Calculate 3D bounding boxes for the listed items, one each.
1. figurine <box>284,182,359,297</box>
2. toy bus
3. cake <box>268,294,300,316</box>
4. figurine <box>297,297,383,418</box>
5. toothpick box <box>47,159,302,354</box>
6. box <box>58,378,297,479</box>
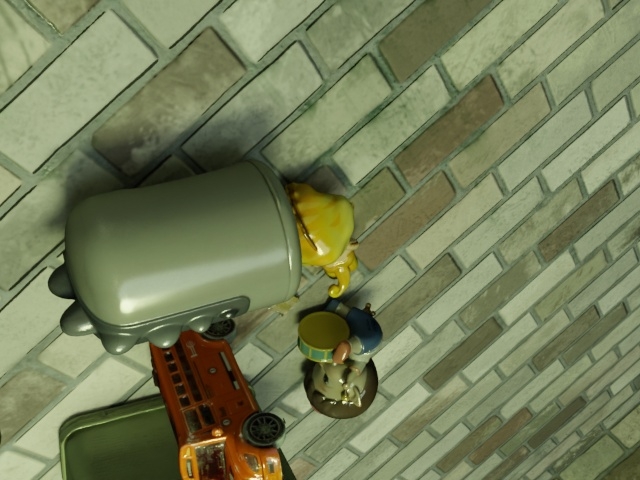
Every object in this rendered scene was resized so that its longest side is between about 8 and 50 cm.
[{"bbox_3d":[0.000,0.000,1.088,0.156,0.131,0.246,-28,147,10],"label":"figurine"},{"bbox_3d":[-0.163,0.262,1.029,0.153,0.329,0.143,-14,131,-21],"label":"toy bus"},{"bbox_3d":[-0.072,0.094,1.170,0.052,0.065,0.121,-40,158,0],"label":"cake"},{"bbox_3d":[0.034,0.249,1.282,0.158,0.161,0.276,-1,126,-4],"label":"figurine"},{"bbox_3d":[-0.198,0.030,0.896,0.316,0.229,0.229,-16,131,-22],"label":"toothpick box"},{"bbox_3d":[-0.222,0.430,1.112,0.351,0.344,0.178,-8,125,-28],"label":"box"}]
